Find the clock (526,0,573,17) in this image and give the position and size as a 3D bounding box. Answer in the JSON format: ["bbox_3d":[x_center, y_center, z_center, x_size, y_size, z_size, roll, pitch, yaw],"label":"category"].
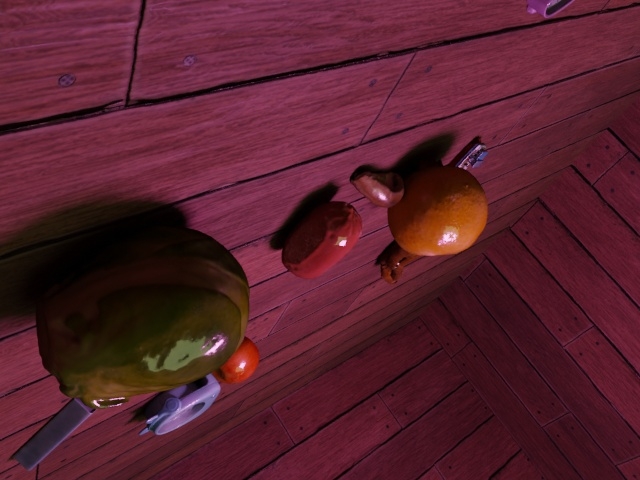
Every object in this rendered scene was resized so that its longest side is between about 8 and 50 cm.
[{"bbox_3d":[0.500,-0.521,1.307,0.153,0.050,0.110,-36,163,-1],"label":"clock"}]

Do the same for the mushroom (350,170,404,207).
[{"bbox_3d":[0.150,-0.128,1.584,0.072,0.094,0.210,-49,163,25],"label":"mushroom"}]

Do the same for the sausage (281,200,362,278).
[{"bbox_3d":[0.000,0.000,1.531,0.254,0.148,0.148,-47,160,30],"label":"sausage"}]

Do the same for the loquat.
[{"bbox_3d":[0.311,-0.089,1.713,0.275,0.275,0.275,-33,162,-12],"label":"loquat"}]

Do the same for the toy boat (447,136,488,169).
[{"bbox_3d":[0.435,-0.230,1.903,0.069,0.058,0.173,-12,150,-53],"label":"toy boat"}]

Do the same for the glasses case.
[{"bbox_3d":[-0.676,0.501,1.657,0.266,0.056,0.105,-42,161,16],"label":"glasses case"}]

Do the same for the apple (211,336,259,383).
[{"bbox_3d":[-0.263,0.348,1.891,0.139,0.163,0.163,-41,168,-36],"label":"apple"}]

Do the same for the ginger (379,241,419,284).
[{"bbox_3d":[0.309,0.039,2.275,0.133,0.107,0.309,3,135,-43],"label":"ginger"}]

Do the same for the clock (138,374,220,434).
[{"bbox_3d":[-0.477,0.549,2.099,0.274,0.094,0.223,-18,154,-41],"label":"clock"}]

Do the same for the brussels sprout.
[{"bbox_3d":[-0.292,0.126,1.110,0.371,0.275,0.315,-7,160,-45],"label":"brussels sprout"}]
